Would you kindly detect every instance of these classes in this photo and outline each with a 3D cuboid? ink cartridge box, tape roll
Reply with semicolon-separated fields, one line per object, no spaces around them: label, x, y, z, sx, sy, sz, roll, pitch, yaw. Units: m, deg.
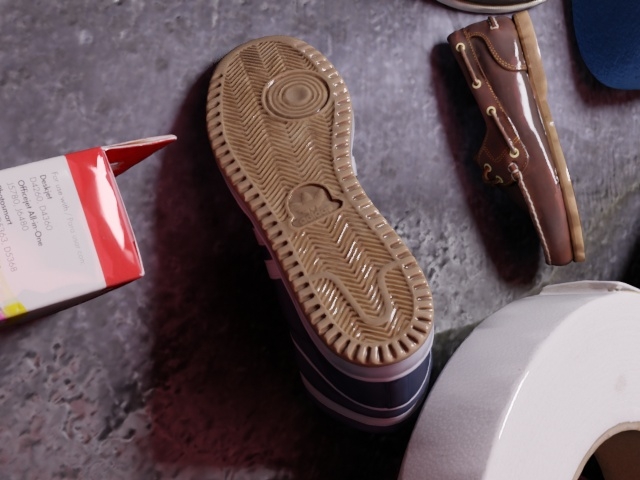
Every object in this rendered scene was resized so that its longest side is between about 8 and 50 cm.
ink cartridge box;-0.192;0.013;0.638;0.231;0.134;0.078;-18;89;-33
tape roll;0.189;0.227;0.816;0.392;0.072;0.392;5;84;-47

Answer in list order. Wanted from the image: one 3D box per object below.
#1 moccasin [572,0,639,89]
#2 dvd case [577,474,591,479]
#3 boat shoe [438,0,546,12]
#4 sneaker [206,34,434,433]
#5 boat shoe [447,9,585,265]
moccasin;0.278;-0.303;1.022;0.116;0.137;0.342;-2;96;-37
dvd case;0.146;0.241;0.877;0.221;0.018;0.165;29;67;-25
boat shoe;0.095;-0.257;0.900;0.305;0.091;0.109;11;74;-30
sneaker;0.000;0.000;0.790;0.099;0.153;0.282;-20;56;-5
boat shoe;0.155;-0.076;0.923;0.073;0.073;0.207;-15;84;4
